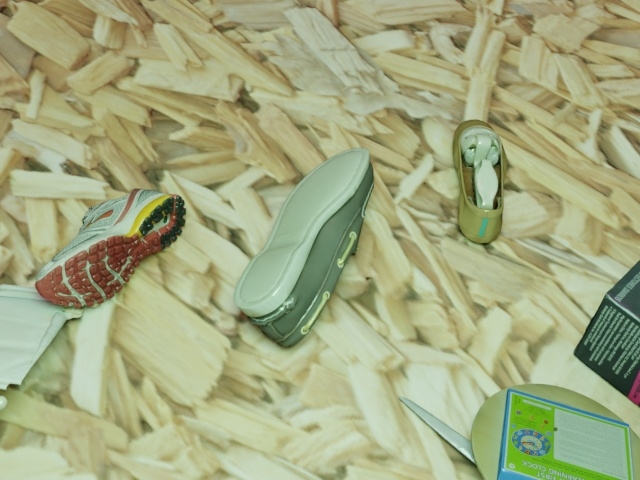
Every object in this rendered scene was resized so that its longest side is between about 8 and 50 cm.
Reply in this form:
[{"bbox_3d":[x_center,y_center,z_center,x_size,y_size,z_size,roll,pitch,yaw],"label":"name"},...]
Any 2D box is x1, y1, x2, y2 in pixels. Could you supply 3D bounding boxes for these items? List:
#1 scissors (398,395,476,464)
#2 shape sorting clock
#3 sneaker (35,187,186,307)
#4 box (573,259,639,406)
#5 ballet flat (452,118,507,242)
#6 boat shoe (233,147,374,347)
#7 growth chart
[{"bbox_3d":[0.205,0.271,0.896,0.297,0.021,0.109,23,56,14],"label":"scissors"},{"bbox_3d":[0.267,0.240,0.889,0.206,0.040,0.206,8,34,-5],"label":"shape sorting clock"},{"bbox_3d":[-0.276,0.006,1.039,0.093,0.088,0.225,19,40,27],"label":"sneaker"},{"bbox_3d":[0.462,0.135,0.928,0.165,0.143,0.270,-38,64,-25],"label":"box"},{"bbox_3d":[0.231,-0.103,1.139,0.080,0.073,0.232,3,53,0],"label":"ballet flat"},{"bbox_3d":[-0.003,0.000,1.046,0.109,0.091,0.305,-6,41,41],"label":"boat shoe"},{"bbox_3d":[-0.388,0.115,0.942,0.172,0.021,0.237,10,31,9],"label":"growth chart"}]
